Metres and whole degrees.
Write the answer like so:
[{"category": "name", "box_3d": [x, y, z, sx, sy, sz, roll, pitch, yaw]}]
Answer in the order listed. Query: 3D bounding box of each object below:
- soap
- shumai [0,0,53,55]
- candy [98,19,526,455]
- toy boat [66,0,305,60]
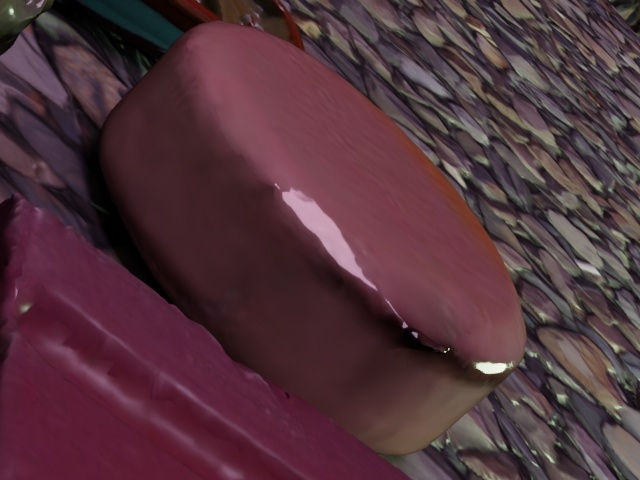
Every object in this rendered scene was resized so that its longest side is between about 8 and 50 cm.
[{"category": "soap", "box_3d": [0.008, 0.171, 0.560, 0.359, 0.128, 0.233, 38, 21, -25]}, {"category": "shumai", "box_3d": [-0.183, -0.189, 0.748, 0.260, 0.222, 0.225, 43, 16, -27]}, {"category": "candy", "box_3d": [0.000, 0.000, 0.949, 0.255, 0.094, 0.255, 41, 19, -17]}, {"category": "toy boat", "box_3d": [-0.156, -0.202, 1.046, 0.392, 0.079, 0.136, 35, 24, -35]}]
